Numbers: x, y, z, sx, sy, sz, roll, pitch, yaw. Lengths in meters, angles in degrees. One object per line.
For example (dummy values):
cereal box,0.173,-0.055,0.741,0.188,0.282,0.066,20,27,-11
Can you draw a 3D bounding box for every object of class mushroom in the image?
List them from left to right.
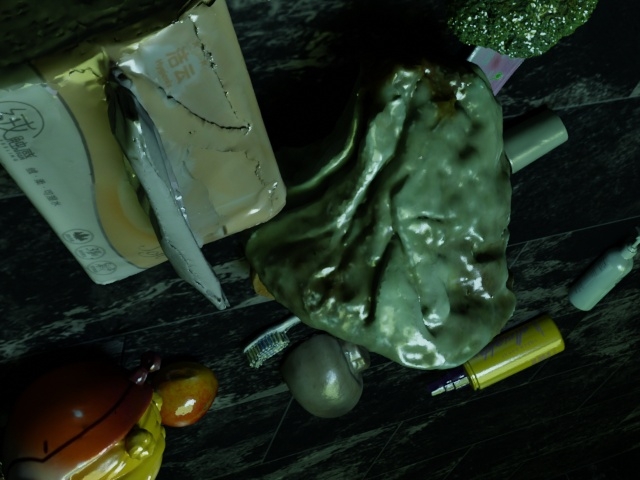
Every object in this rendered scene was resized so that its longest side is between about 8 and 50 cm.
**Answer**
mushroom,0.016,0.229,1.571,0.141,0.117,0.188,-19,157,11

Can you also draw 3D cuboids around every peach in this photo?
peach,-0.198,0.221,1.384,0.101,0.100,0.100,-20,151,-11

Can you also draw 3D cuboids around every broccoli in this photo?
broccoli,0.186,-0.243,0.894,0.162,0.145,0.138,-7,-172,-7

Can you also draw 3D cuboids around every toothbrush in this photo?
toothbrush,0.062,0.066,1.402,0.413,0.042,0.035,-32,151,8

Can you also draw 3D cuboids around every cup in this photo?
cup,0.270,-0.124,1.233,0.083,0.054,0.075,-29,150,1

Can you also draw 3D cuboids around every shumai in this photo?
shumai,0.090,-0.058,0.977,0.309,0.304,0.263,-7,135,-31

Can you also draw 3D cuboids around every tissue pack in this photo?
tissue pack,-0.151,-0.083,0.787,0.239,0.238,0.305,-23,151,-5

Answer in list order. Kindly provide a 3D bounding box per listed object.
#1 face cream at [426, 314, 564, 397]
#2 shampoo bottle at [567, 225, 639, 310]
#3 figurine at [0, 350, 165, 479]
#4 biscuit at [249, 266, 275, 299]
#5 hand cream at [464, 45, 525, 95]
face cream,0.332,0.233,1.850,0.273,0.078,0.078,-25,151,-1
shampoo bottle,0.521,0.052,1.724,0.056,0.056,0.195,-7,146,-31
figurine,-0.343,0.265,1.241,0.323,0.196,0.320,-15,-166,-4
biscuit,0.000,0.000,1.226,0.208,0.049,0.181,-32,151,10
hand cream,0.184,-0.189,1.077,0.275,0.050,0.079,-54,166,32
